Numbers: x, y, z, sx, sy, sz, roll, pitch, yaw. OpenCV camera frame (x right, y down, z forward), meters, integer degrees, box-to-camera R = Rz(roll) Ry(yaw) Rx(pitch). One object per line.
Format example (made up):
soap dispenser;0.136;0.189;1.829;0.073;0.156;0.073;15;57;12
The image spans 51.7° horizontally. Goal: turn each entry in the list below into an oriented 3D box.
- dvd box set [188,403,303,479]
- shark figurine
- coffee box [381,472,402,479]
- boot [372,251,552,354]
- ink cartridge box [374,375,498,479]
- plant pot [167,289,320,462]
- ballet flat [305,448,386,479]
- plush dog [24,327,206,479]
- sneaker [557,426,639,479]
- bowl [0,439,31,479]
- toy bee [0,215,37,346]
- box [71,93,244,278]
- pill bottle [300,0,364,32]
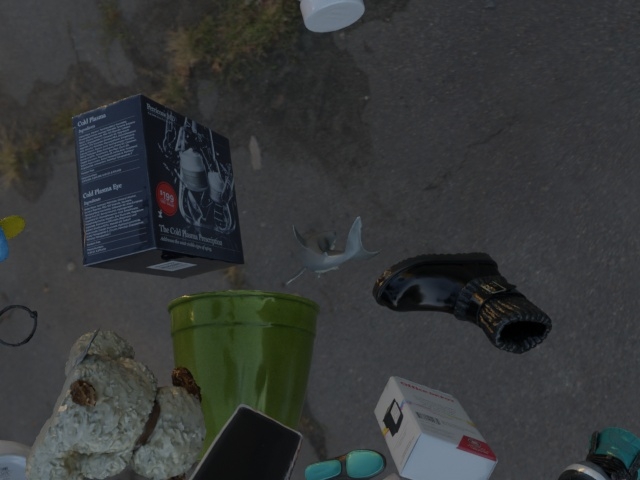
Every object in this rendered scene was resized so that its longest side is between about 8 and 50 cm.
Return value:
dvd box set;-0.147;0.347;0.409;0.062;0.307;0.420;26;103;4
shark figurine;-0.007;0.011;1.315;0.116;0.166;0.278;59;168;-11
coffee box;0.125;0.565;1.090;0.119;0.168;0.297;27;141;63
boot;0.318;0.149;1.489;0.260;0.348;0.131;-119;26;-46
ink cartridge box;0.166;0.290;0.990;0.127;0.175;0.072;21;101;-12
plant pot;-0.181;0.332;1.540;0.367;0.366;0.352;-15;67;35
ballet flat;0.088;0.706;2.044;0.281;0.096;0.095;-16;53;24
plush dog;-0.274;0.265;0.977;0.225;0.262;0.211;27;147;-23
sneaker;0.583;0.458;1.341;0.124;0.178;0.295;24;161;35
bowl;-0.573;0.473;1.171;0.298;0.298;0.134;49;122;9
toy bee;-0.560;0.035;1.021;0.162;0.195;0.298;-30;64;48
box;-0.336;-0.097;1.414;0.179;0.343;0.312;-14;78;20
pill bottle;-0.003;-0.464;1.072;0.121;0.121;0.221;-18;82;35
